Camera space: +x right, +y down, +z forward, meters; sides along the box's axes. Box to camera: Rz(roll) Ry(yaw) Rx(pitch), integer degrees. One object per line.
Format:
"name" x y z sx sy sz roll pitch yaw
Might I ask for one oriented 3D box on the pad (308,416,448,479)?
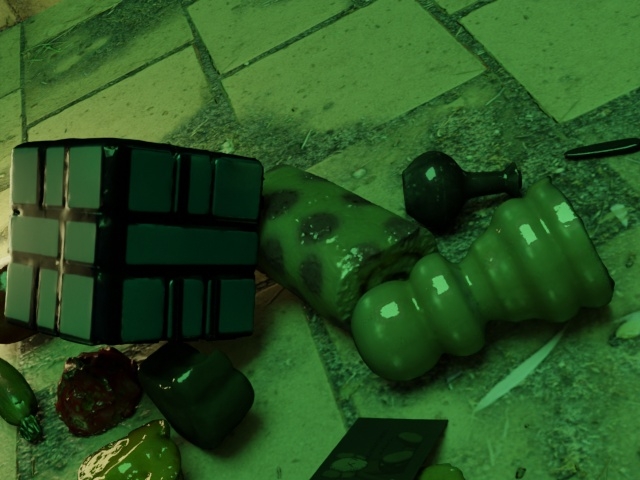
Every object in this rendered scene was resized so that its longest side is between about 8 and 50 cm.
"pad" 0.070 0.259 1.056 0.127 0.004 0.190 -4 14 25

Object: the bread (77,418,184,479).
"bread" -0.247 0.348 1.153 0.160 0.088 0.233 -22 36 -1

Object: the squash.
"squash" -0.545 0.240 1.457 0.318 0.080 0.071 19 19 41

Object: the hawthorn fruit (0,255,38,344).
"hawthorn fruit" -0.559 0.122 1.545 0.203 0.163 0.163 -36 38 5

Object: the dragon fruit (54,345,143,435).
"dragon fruit" -0.360 0.210 1.352 0.153 0.111 0.153 -14 39 11

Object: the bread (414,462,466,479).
"bread" 0.044 0.415 0.934 0.233 0.245 0.361 4 17 31

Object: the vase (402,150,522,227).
"vase" 0.220 -0.085 1.350 0.182 0.120 0.120 -7 41 3

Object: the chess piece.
"chess piece" 0.194 0.071 1.145 0.330 0.182 0.182 -28 38 8

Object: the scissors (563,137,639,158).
"scissors" 0.485 -0.148 1.333 0.220 0.017 0.088 -8 46 23

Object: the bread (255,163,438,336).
"bread" 0.000 0.000 1.338 0.187 0.155 0.338 -38 39 -20

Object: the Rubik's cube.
"Rubik's cube" -0.276 -0.001 1.293 0.293 0.288 0.284 2 88 43

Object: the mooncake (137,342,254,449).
"mooncake" -0.175 0.204 1.207 0.175 0.168 0.104 29 62 30
